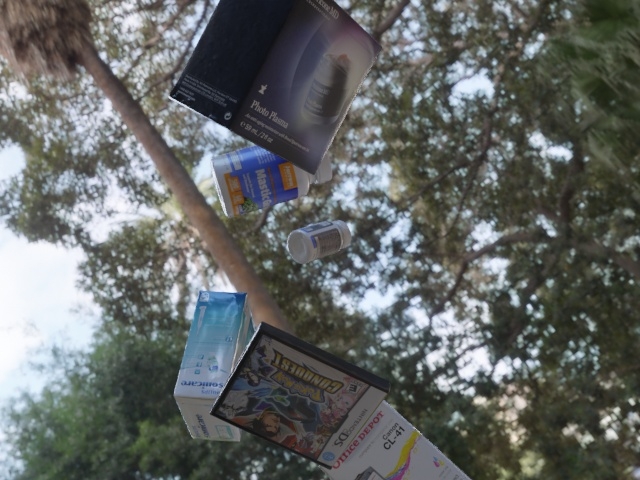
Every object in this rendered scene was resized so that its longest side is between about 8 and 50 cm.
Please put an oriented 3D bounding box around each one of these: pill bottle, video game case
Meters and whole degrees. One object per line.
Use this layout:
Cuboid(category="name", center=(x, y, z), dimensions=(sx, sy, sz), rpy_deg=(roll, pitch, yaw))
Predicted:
Cuboid(category="pill bottle", center=(-0.116, -0.161, 1.861), dimensions=(0.271, 0.152, 0.152), rpy_deg=(-17, -33, -9))
Cuboid(category="video game case", center=(-0.043, 0.306, 1.492), dimensions=(0.274, 0.035, 0.248), rpy_deg=(26, -59, -8))
Cuboid(category="pill bottle", center=(0.000, 0.000, 1.725), dimensions=(0.137, 0.078, 0.078), rpy_deg=(-17, -32, -43))

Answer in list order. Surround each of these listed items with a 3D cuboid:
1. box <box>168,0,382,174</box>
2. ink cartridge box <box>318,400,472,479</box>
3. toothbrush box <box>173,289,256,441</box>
Cuboid(category="box", center=(-0.074, -0.319, 1.449), dimensions=(0.296, 0.182, 0.294), rpy_deg=(20, -82, -58))
Cuboid(category="ink cartridge box", center=(0.178, 0.553, 1.816), dimensions=(0.226, 0.306, 0.131), rpy_deg=(-47, -12, -9))
Cuboid(category="toothbrush box", center=(-0.243, 0.301, 1.862), dimensions=(0.126, 0.296, 0.216), rpy_deg=(3, -40, 7))
